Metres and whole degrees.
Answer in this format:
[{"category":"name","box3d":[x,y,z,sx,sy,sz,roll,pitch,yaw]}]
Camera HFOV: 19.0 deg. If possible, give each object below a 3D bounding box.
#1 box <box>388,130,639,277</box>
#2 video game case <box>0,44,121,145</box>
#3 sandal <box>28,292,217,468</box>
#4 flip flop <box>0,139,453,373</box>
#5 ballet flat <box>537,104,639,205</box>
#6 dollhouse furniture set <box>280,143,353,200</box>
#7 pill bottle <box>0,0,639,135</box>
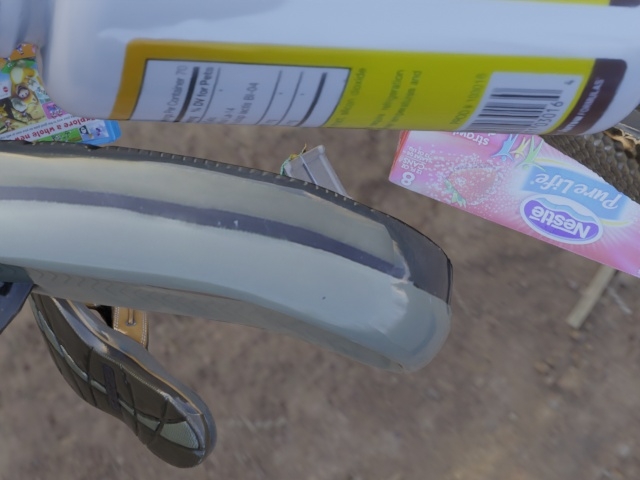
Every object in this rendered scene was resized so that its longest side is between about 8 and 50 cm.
[{"category":"box","box3d":[0.226,-0.087,1.630,0.300,0.154,0.142,20,124,-3]},{"category":"video game case","box3d":[-0.223,-0.143,1.406,0.119,0.015,0.166,-8,110,26]},{"category":"sandal","box3d":[-0.137,0.078,1.346,0.060,0.219,0.090,-31,135,-30]},{"category":"flip flop","box3d":[-0.108,0.013,0.446,0.277,0.112,0.080,9,87,11]},{"category":"ballet flat","box3d":[0.153,-0.026,0.816,0.084,0.250,0.058,-10,119,-31]},{"category":"dollhouse furniture set","box3d":[0.000,0.000,1.576,0.058,0.076,0.152,-28,93,28]},{"category":"pill bottle","box3d":[-0.012,-0.091,0.549,0.215,0.117,0.117,1,103,-14]}]
